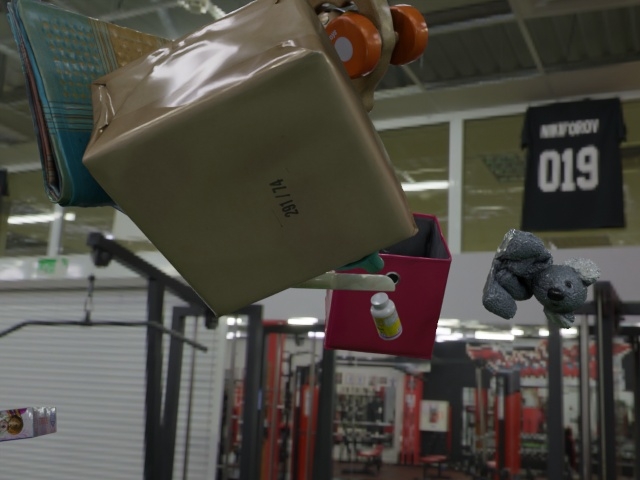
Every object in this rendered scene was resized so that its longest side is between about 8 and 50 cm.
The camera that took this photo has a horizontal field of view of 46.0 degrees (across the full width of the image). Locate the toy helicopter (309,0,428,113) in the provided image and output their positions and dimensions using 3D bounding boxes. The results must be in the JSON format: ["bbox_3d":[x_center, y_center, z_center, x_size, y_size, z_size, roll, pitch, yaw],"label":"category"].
[{"bbox_3d":[-0.017,-0.252,1.131,0.140,0.235,0.355,-27,-23,-42],"label":"toy helicopter"}]

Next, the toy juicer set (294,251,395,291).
[{"bbox_3d":[0.000,0.000,1.215,0.209,0.089,0.329,-14,-54,2],"label":"toy juicer set"}]

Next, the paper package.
[{"bbox_3d":[-0.082,-0.096,0.950,0.309,0.168,0.325,-24,-46,9],"label":"paper package"}]

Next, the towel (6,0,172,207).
[{"bbox_3d":[-0.274,-0.183,1.086,0.040,0.272,0.370,-15,-2,26],"label":"towel"}]

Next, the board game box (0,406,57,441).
[{"bbox_3d":[-0.758,0.409,1.629,0.318,0.066,0.318,-4,-11,-11],"label":"board game box"}]

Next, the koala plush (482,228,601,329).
[{"bbox_3d":[0.495,0.087,1.679,0.221,0.196,0.203,22,15,7],"label":"koala plush"}]

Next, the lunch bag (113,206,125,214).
[{"bbox_3d":[-0.321,-0.134,1.642,0.303,0.243,0.115,32,-42,6],"label":"lunch bag"}]

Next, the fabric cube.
[{"bbox_3d":[0.144,0.093,1.758,0.254,0.258,0.259,6,24,-3],"label":"fabric cube"}]

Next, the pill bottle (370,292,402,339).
[{"bbox_3d":[0.113,0.131,1.315,0.043,0.043,0.083,-3,-52,25],"label":"pill bottle"}]
